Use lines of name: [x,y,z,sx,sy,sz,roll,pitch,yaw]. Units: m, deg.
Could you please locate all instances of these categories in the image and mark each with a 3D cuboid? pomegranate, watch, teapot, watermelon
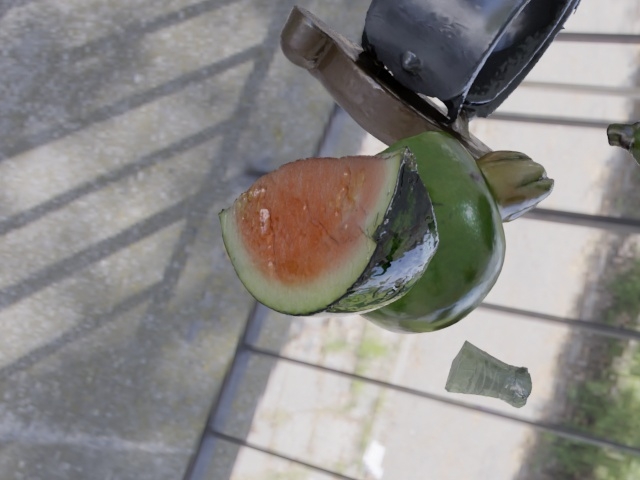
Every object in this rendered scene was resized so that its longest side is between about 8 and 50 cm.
pomegranate: [0.108,0.003,1.282,0.241,0.190,0.159,-13,66,-49]
watch: [0.176,-0.260,1.627,0.327,0.314,0.335,-52,166,11]
teapot: [0.174,0.139,1.361,0.067,0.083,0.057,-56,165,-71]
watermelon: [0.004,-0.003,0.958,0.063,0.245,0.119,-12,88,-33]

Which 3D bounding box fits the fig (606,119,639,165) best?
fig: [0.387,-0.061,1.262,0.245,0.195,0.195,14,86,-22]
